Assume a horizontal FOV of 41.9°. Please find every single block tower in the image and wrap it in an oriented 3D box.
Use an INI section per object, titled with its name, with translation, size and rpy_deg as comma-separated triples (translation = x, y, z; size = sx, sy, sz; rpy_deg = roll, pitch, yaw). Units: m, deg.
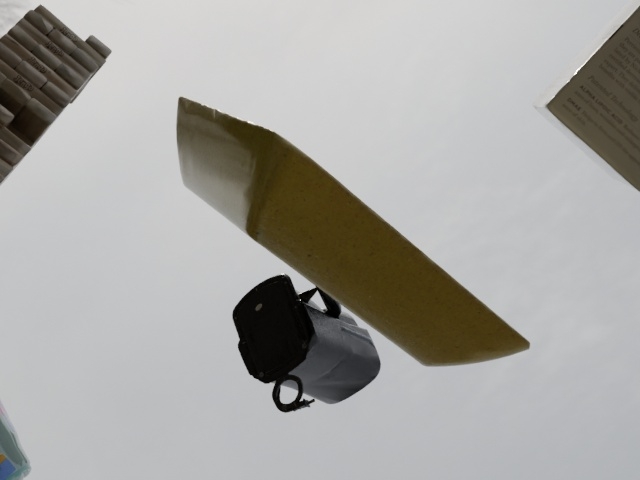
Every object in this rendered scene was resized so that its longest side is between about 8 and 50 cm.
[block tower]
translation = -0.323, -0.105, 0.800
size = 0.097, 0.335, 0.091
rpy_deg = 41, -51, -18

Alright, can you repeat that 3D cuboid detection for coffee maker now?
[coffee maker]
translation = -0.014, 0.149, 1.055
size = 0.120, 0.178, 0.171
rpy_deg = -14, -117, 29

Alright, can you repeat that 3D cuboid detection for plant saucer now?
[plant saucer]
translation = 0.000, 0.000, 0.843
size = 0.081, 0.333, 0.333
rpy_deg = -53, -153, -3

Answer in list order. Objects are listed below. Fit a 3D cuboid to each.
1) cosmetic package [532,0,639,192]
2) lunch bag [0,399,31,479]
[cosmetic package]
translation = 0.371, -0.176, 0.973
size = 0.151, 0.151, 0.183
rpy_deg = 41, -78, -1
[lunch bag]
translation = -0.337, 0.177, 0.577
size = 0.279, 0.224, 0.107
rpy_deg = -28, -93, 55
